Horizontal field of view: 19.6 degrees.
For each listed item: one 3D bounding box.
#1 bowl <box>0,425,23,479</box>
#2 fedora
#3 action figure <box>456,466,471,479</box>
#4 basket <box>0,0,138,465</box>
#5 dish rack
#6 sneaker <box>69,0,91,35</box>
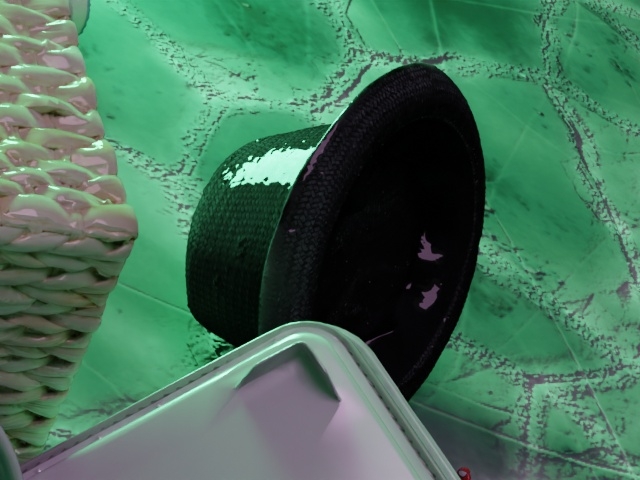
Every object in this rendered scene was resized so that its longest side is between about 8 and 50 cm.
[{"bbox_3d":[-0.332,0.149,1.004,0.312,0.311,0.163,0,28,-36],"label":"bowl"},{"bbox_3d":[0.000,0.000,1.468,0.153,0.334,0.334,14,28,27],"label":"fedora"},{"bbox_3d":[0.125,0.225,1.449,0.038,0.030,0.115,7,41,-24],"label":"action figure"},{"bbox_3d":[-0.325,-0.033,1.213,0.331,0.266,0.328,9,41,-32],"label":"basket"},{"bbox_3d":[-0.062,0.206,1.150,0.333,0.072,0.285,-28,63,-12],"label":"dish rack"},{"bbox_3d":[-0.299,-0.265,1.650,0.092,0.087,0.228,-16,56,-43],"label":"sneaker"}]
